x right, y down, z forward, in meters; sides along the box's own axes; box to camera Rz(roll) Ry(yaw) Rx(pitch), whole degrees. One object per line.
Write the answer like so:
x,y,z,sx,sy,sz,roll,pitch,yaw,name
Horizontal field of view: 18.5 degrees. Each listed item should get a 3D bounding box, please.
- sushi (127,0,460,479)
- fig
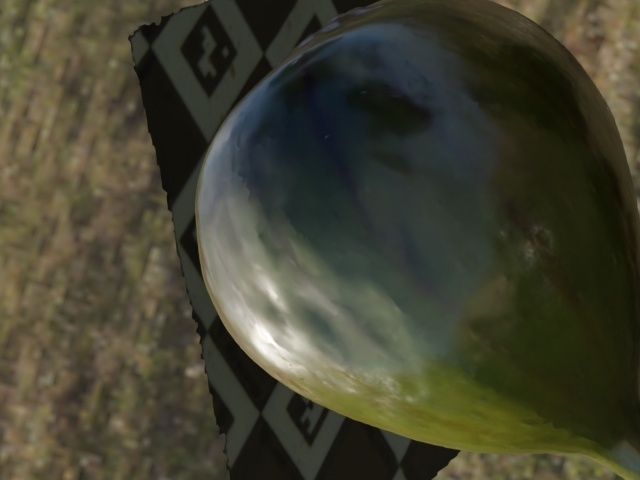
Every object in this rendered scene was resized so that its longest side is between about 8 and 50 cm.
0.000,0.000,0.970,0.059,0.292,0.294,4,113,33,sushi
0.067,0.039,0.661,0.151,0.259,0.151,-36,-1,-1,fig
